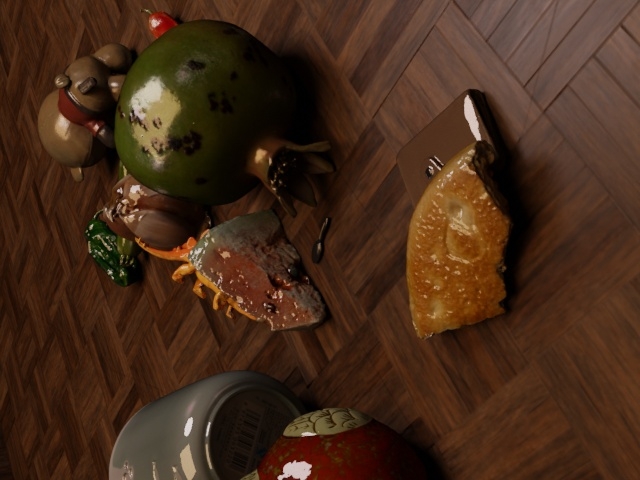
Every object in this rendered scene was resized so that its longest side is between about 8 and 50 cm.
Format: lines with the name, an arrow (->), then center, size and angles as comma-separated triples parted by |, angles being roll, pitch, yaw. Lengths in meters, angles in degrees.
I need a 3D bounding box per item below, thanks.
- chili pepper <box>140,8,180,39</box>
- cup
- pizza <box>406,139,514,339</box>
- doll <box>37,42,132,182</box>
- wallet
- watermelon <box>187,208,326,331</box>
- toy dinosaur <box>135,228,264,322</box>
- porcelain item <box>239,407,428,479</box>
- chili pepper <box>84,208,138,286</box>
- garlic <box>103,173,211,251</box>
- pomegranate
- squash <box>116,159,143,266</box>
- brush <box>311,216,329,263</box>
chili pepper -> -0.289, -0.400, 1.460 | 0.191, 0.050, 0.059 | 48, 127, 23
cup -> -0.131, 0.383, 1.194 | 0.356, 0.259, 0.274 | 51, 139, -5
pizza -> 0.162, 0.011, 0.880 | 0.134, 0.056, 0.271 | 16, 119, 31
doll -> -0.530, -0.291, 1.686 | 0.330, 0.174, 0.235 | -44, 65, 44
wallet -> 0.154, -0.098, 0.914 | 0.153, 0.039, 0.117 | -41, 59, 45
watermelon -> -0.088, 0.060, 1.188 | 0.241, 0.154, 0.094 | 46, 129, 23
toy dinosaur -> -0.192, 0.043, 1.317 | 0.288, 0.070, 0.117 | 35, 86, 17
porcelain item -> 0.011, 0.338, 0.961 | 0.253, 0.253, 0.252 | 7, 99, 52
chili pepper -> -0.486, 0.024, 1.748 | 0.257, 0.074, 0.100 | 42, 122, 37
garlic -> -0.314, -0.064, 1.444 | 0.214, 0.191, 0.160 | 14, 80, 63
pomegranate -> -0.156, -0.166, 1.122 | 0.323, 0.291, 0.290 | 52, 132, 36
squash -> -0.405, -0.067, 1.627 | 0.069, 0.069, 0.258 | 22, 112, 50
brush -> 0.000, 0.000, 1.149 | 0.024, 0.008, 0.083 | 49, 130, 43
